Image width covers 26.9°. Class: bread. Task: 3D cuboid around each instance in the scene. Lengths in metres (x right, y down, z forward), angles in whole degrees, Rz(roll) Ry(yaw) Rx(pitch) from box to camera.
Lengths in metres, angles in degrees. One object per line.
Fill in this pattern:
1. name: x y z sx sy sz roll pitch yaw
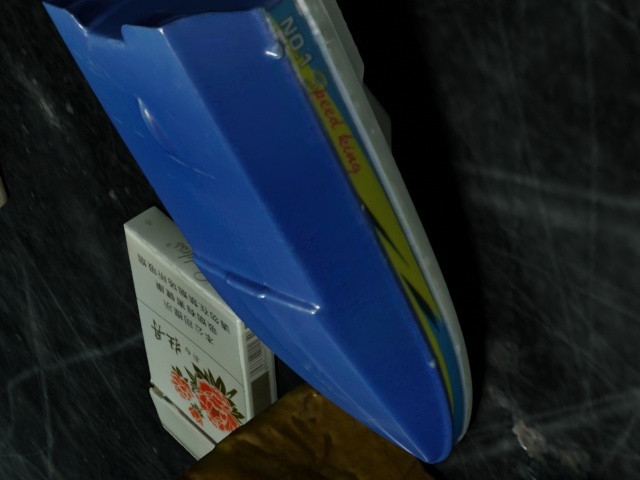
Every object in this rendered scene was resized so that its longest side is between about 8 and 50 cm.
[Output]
1. bread: -0.010 0.181 0.723 0.149 0.143 0.158 38 151 31

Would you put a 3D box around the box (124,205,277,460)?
1. box: -0.069 0.081 0.829 0.109 0.029 0.198 37 146 33

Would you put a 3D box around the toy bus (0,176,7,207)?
1. toy bus: -0.295 -0.089 0.942 0.103 0.091 0.182 33 147 34

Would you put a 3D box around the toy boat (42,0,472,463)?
1. toy boat: 0.000 0.000 0.584 0.129 0.088 0.295 21 147 48
